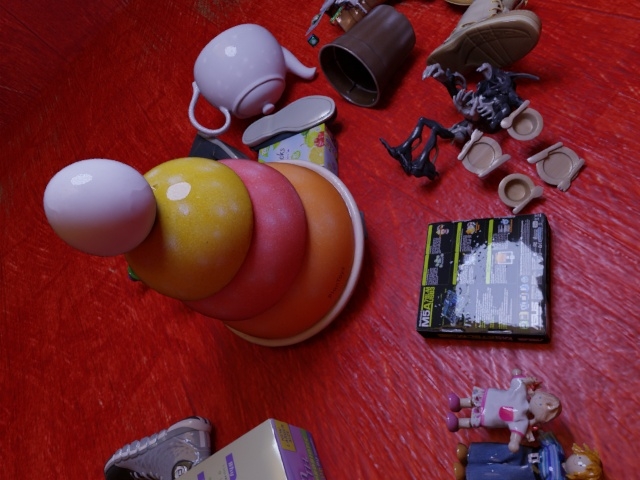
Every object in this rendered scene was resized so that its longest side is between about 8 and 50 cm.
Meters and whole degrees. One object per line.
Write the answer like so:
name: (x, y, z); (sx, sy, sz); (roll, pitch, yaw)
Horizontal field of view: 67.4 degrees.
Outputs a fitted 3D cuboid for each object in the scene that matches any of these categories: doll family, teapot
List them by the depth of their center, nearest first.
doll family: (0.237, 0.289, 0.556); (0.163, 0.118, 0.263); (-15, 36, 34)
teapot: (-0.185, -0.397, 1.217); (0.256, 0.252, 0.187); (-37, 82, 37)

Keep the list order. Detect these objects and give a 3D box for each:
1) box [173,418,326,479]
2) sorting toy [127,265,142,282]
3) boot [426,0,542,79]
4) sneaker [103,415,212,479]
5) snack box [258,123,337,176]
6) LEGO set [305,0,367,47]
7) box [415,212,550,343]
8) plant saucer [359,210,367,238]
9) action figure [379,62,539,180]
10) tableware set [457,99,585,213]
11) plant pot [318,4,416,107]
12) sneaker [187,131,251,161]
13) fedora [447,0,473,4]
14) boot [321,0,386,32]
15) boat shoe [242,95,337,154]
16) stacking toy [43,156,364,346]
box: (-0.104, 0.419, 0.682); (0.243, 0.117, 0.213); (-36, 47, 11)
sorting toy: (-0.442, 0.077, 1.173); (0.042, 0.061, 0.102); (-44, 18, 22)
boot: (0.336, -0.414, 0.898); (0.203, 0.095, 0.262); (-53, 19, -10)
sneaker: (-0.283, 0.411, 0.833); (0.229, 0.086, 0.132); (-32, 51, 12)
snack box: (-0.052, -0.129, 1.032); (0.174, 0.070, 0.207); (-16, 53, 25)
LEGO set: (0.051, -0.547, 1.119); (0.182, 0.060, 0.244); (-21, 39, 51)
box: (0.246, 0.056, 0.728); (0.184, 0.045, 0.190); (-7, 59, 34)
plant saucer: (0.000, 0.000, 0.950); (0.192, 0.018, 0.067); (-23, 51, 21)
action figure: (0.244, -0.233, 0.852); (0.276, 0.141, 0.164); (-40, 36, 8)
tableware set: (0.319, -0.131, 0.770); (0.141, 0.020, 0.168); (-39, 74, 7)
plant pot: (0.112, -0.410, 1.050); (0.167, 0.167, 0.165); (29, 73, 42)
sneaker: (-0.263, -0.192, 1.225); (0.222, 0.083, 0.118); (36, 100, 40)
fedora: (0.339, -0.598, 1.037); (0.194, 0.079, 0.194); (-7, 63, 13)
boot: (0.135, -0.614, 1.199); (0.220, 0.109, 0.283); (-46, 57, 11)
boat shoe: (-0.064, -0.256, 1.116); (0.254, 0.079, 0.095); (-17, 55, 28)
stacking toy: (-0.171, -0.020, 0.724); (0.351, 0.480, 0.350); (-7, 75, 27)
